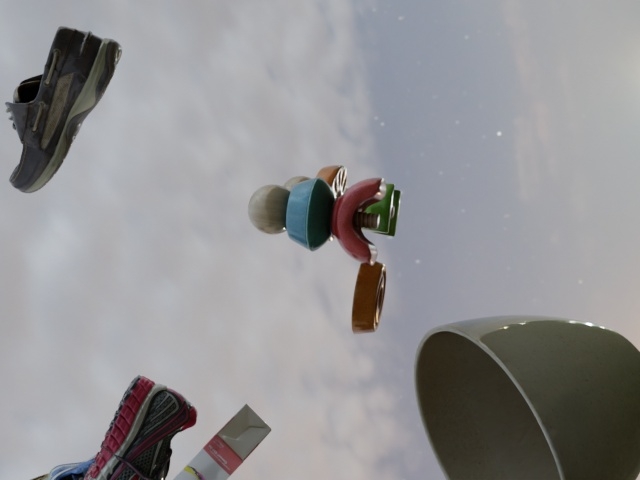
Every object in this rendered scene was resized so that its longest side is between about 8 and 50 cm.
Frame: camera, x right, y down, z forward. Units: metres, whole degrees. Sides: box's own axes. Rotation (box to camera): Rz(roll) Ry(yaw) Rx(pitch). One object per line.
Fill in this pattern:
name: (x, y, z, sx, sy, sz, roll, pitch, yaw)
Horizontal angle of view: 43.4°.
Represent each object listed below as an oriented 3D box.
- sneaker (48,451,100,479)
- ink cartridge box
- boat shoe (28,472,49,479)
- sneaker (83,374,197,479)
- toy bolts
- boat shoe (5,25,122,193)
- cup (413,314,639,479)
sneaker: (-0.389, 0.395, 1.361, 0.059, 0.144, 0.053, -157, 48, -77)
ink cartridge box: (-0.181, 0.376, 1.343, 0.067, 0.198, 0.115, 43, -156, 6)
boat shoe: (-0.576, 0.492, 1.556, 0.045, 0.135, 0.050, 44, 143, 52)
sneaker: (-0.280, 0.349, 1.145, 0.299, 0.112, 0.121, -64, 9, -4)
toy bolts: (0.000, 0.000, 1.004, 0.228, 0.158, 0.218, 33, -114, -77)
boat shoe: (-0.480, -0.236, 1.422, 0.130, 0.355, 0.132, 29, -150, -21)
cup: (0.313, 0.233, 1.093, 0.237, 0.331, 0.331, -19, -78, -21)
